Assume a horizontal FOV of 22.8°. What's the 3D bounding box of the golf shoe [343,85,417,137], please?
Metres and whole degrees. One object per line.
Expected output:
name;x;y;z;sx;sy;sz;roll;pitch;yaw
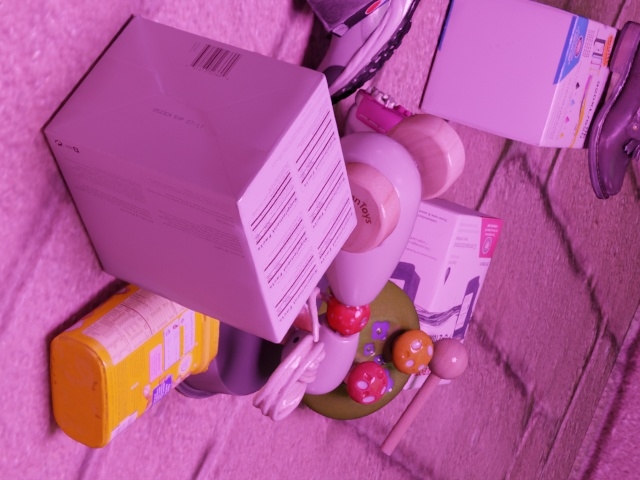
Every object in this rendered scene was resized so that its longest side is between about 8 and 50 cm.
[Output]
golf shoe;0.066;-0.082;1.742;0.140;0.115;0.306;-56;172;1

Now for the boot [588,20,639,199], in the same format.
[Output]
boot;0.479;-0.155;2.062;0.091;0.229;0.263;-27;130;-64

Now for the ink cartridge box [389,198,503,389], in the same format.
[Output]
ink cartridge box;0.134;0.068;2.070;0.172;0.100;0.237;4;105;-64

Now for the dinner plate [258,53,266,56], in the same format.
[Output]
dinner plate;-0.065;-0.113;1.567;0.141;0.017;0.141;1;89;-55

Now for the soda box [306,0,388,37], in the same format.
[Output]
soda box;0.064;-0.277;1.591;0.169;0.060;0.053;-35;175;11

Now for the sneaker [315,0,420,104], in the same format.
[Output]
sneaker;0.053;-0.257;1.670;0.271;0.108;0.100;-57;176;9

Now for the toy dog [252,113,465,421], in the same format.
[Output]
toy dog;0.000;0.000;1.583;0.333;0.161;0.220;-59;162;19

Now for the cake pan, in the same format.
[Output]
cake pan;-0.064;0.037;1.682;0.293;0.054;0.293;-47;148;-43

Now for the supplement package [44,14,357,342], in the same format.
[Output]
supplement package;-0.095;-0.052;1.367;0.149;0.194;0.203;-56;153;-28

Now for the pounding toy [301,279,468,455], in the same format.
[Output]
pounding toy;0.082;0.154;1.893;0.237;0.110;0.183;39;83;-35

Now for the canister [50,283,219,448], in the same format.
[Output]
canister;-0.172;0.100;1.475;0.170;0.073;0.126;-39;142;-47

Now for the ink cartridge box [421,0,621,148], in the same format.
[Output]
ink cartridge box;0.265;-0.219;2.046;0.233;0.168;0.171;-5;112;-65
